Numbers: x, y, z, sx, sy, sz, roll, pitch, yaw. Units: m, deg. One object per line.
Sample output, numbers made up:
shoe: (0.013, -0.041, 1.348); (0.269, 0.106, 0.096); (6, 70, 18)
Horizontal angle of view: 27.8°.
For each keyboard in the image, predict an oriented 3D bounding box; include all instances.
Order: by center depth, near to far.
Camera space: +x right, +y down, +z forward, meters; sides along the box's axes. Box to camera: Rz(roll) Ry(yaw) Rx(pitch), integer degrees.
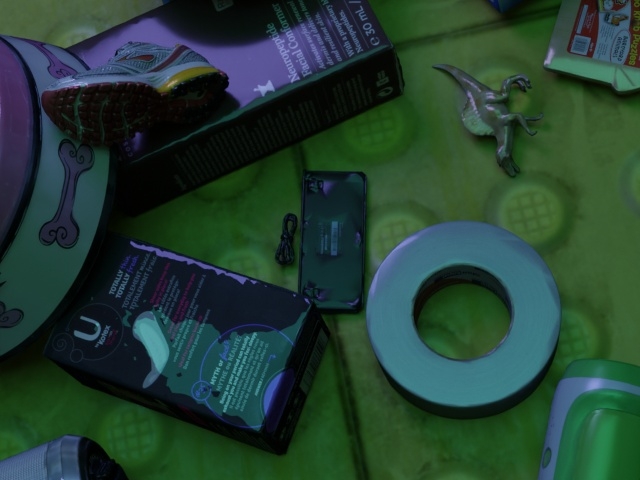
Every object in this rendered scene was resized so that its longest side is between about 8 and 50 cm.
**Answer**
keyboard: (0.000, 0.000, 1.556); (0.108, 0.023, 0.180); (1, 70, 2)

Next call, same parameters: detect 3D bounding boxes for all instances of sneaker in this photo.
sneaker: (-0.214, -0.168, 1.435); (0.225, 0.088, 0.093); (-15, 51, -43)

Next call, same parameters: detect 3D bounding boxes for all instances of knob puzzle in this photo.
knob puzzle: (0.390, -0.262, 1.590); (0.213, 0.030, 0.213); (-3, 69, 7)

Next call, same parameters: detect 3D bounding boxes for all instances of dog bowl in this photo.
dog bowl: (-0.430, -0.063, 1.484); (0.408, 0.150, 0.408); (-12, 68, 32)

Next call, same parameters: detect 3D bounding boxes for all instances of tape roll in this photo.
tape roll: (0.163, 0.091, 1.473); (0.219, 0.072, 0.219); (-3, 69, 7)

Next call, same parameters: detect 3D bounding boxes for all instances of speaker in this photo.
speaker: (0.288, 0.281, 1.358); (0.131, 0.131, 0.297); (11, 72, 12)

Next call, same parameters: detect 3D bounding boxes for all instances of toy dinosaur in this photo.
toy dinosaur: (0.210, -0.170, 1.571); (0.092, 0.053, 0.183); (-28, 69, -1)

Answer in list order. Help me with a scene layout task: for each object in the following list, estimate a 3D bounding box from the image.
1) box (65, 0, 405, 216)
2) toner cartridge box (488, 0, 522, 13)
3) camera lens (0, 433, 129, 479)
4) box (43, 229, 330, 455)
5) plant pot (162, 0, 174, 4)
box: (-0.111, -0.205, 1.585); (0.381, 0.143, 0.191); (-26, 69, 0)
toner cartridge box: (0.321, -0.443, 1.625); (0.347, 0.075, 0.165); (-33, 55, -5)
camera lens: (-0.326, 0.346, 1.370); (0.274, 0.219, 0.219); (-21, 69, 0)
box: (-0.146, 0.117, 1.468); (0.270, 0.143, 0.165); (18, 74, 14)
plant pot: (-0.102, -0.389, 1.640); (0.234, 0.166, 0.165); (-19, 69, -6)
